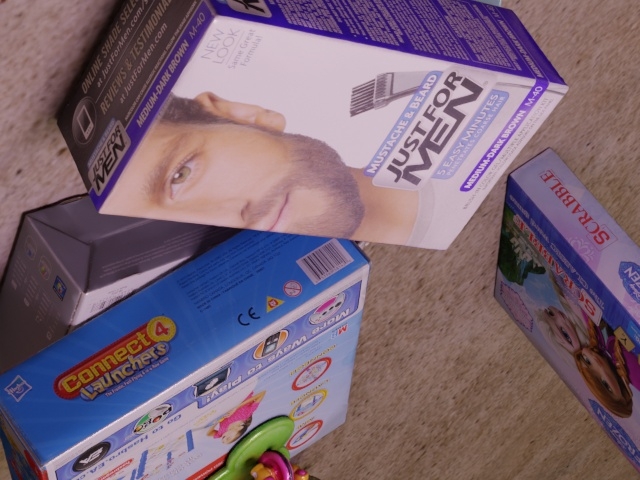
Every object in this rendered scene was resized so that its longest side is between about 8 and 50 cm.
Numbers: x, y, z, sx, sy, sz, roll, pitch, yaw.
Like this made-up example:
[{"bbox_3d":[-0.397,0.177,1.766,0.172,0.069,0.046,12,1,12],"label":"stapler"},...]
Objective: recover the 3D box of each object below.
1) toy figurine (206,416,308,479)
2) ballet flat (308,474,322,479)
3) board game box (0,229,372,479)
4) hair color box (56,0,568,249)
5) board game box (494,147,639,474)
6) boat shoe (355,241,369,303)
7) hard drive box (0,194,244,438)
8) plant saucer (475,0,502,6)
[{"bbox_3d":[-0.027,0.265,1.472,0.130,0.159,0.173,-17,148,-44],"label":"toy figurine"},{"bbox_3d":[-0.114,0.339,1.993,0.348,0.123,0.123,-23,152,-34],"label":"ballet flat"},{"bbox_3d":[-0.113,0.138,1.425,0.308,0.086,0.302,-31,156,-20],"label":"board game box"},{"bbox_3d":[-0.001,-0.101,1.262,0.338,0.110,0.185,7,131,-37],"label":"hair color box"},{"bbox_3d":[0.323,0.098,1.934,0.066,0.319,0.318,-32,155,-13],"label":"board game box"},{"bbox_3d":[0.000,0.000,1.572,0.088,0.096,0.267,-37,149,6],"label":"boat shoe"},{"bbox_3d":[-0.175,0.060,1.414,0.181,0.089,0.232,-20,150,-39],"label":"hard drive box"},{"bbox_3d":[0.057,-0.180,1.356,0.195,0.037,0.195,-22,136,-23],"label":"plant saucer"}]
